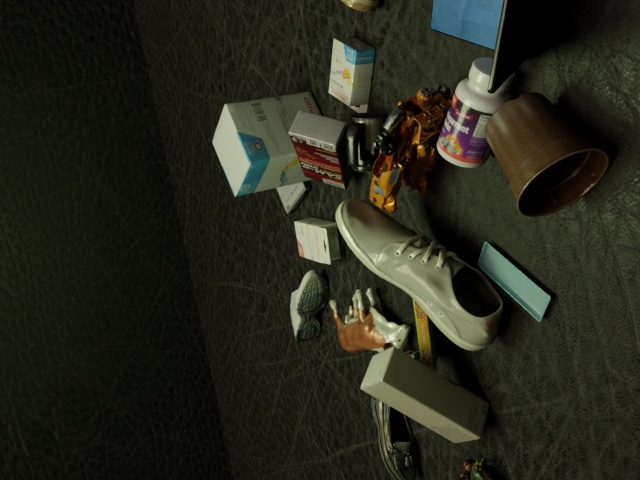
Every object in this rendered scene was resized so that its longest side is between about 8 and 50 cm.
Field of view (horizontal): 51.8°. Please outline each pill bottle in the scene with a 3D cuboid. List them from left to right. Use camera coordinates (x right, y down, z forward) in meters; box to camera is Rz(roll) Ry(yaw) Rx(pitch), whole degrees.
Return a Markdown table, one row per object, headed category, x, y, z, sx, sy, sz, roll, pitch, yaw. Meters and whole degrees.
| category | x | y | z | sx | sy | sz | roll | pitch | yaw |
| --- | --- | --- | --- | --- | --- | --- | --- | --- | --- |
| pill bottle | 0.302 | -0.246 | 1.272 | 0.108 | 0.108 | 0.193 | 53 | 145 | 36 |

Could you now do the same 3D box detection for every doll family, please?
| category | x | y | z | sx | sy | sz | roll | pitch | yaw |
| --- | --- | --- | --- | --- | --- | --- | --- | --- | --- |
| doll family | 0.371 | 0.579 | 1.571 | 0.111 | 0.076 | 0.193 | 46 | 143 | 36 |

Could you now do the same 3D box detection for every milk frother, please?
| category | x | y | z | sx | sy | sz | roll | pitch | yaw |
| --- | --- | --- | --- | --- | --- | --- | --- | --- | --- |
| milk frother | 0.140 | -0.235 | 1.612 | 0.143 | 0.129 | 0.134 | 4 | 113 | 16 |

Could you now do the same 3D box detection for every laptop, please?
| category | x | y | z | sx | sy | sz | roll | pitch | yaw |
| --- | --- | --- | --- | --- | --- | --- | --- | --- | --- |
| laptop | 0.260 | -0.499 | 1.112 | 0.236 | 0.408 | 0.381 | 15 | 122 | 21 |

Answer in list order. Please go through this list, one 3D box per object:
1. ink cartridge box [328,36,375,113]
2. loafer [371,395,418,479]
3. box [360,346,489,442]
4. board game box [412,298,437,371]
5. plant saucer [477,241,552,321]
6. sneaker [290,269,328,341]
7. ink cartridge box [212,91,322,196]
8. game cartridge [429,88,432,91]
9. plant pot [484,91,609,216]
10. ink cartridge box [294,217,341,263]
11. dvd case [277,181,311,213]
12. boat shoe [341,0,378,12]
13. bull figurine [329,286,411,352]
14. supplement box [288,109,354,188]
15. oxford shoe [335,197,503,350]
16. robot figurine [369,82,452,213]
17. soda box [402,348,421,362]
| category | x | y | z | sx | sy | sz | roll | pitch | yaw |
| --- | --- | --- | --- | --- | --- | --- | --- | --- | --- |
| ink cartridge box | 0.076 | -0.408 | 1.664 | 0.104 | 0.062 | 0.181 | 45 | 140 | 45 |
| loafer | 0.213 | 0.544 | 1.828 | 0.084 | 0.096 | 0.267 | -34 | 70 | 55 |
| box | 0.240 | 0.357 | 1.514 | 0.275 | 0.094 | 0.113 | 33 | 149 | -11 |
| board game box | 0.247 | 0.177 | 1.576 | 0.124 | 0.039 | 0.259 | -42 | -58 | -72 |
| plant saucer | 0.396 | 0.080 | 1.349 | 0.192 | 0.018 | 0.067 | 48 | 142 | 40 |
| sneaker | -0.055 | 0.200 | 2.151 | 0.129 | 0.111 | 0.297 | 59 | 148 | 40 |
| ink cartridge box | -0.136 | -0.277 | 1.894 | 0.198 | 0.270 | 0.197 | 67 | 152 | 17 |
| game cartridge | 0.236 | -0.292 | 1.474 | 0.083 | 0.017 | 0.056 | -42 | 62 | 59 |
| plant pot | 0.376 | -0.156 | 1.137 | 0.167 | 0.167 | 0.165 | 113 | 142 | -49 |
| ink cartridge box | 0.000 | 0.000 | 1.990 | 0.198 | 0.067 | 0.115 | 16 | 117 | 61 |
| dvd case | -0.112 | -0.228 | 2.131 | 0.238 | 0.030 | 0.179 | 67 | 151 | 15 |
| boat shoe | 0.038 | -0.680 | 1.562 | 0.342 | 0.123 | 0.123 | 54 | 137 | 29 |
| bull figurine | 0.128 | 0.232 | 1.829 | 0.310 | 0.101 | 0.188 | -29 | 73 | 59 |
| supplement box | 0.008 | -0.229 | 1.694 | 0.130 | 0.073 | 0.239 | 18 | 163 | 16 |
| oxford shoe | 0.222 | 0.047 | 1.438 | 0.449 | 0.169 | 0.130 | 43 | 139 | 15 |
| robot figurine | 0.198 | -0.198 | 1.407 | 0.085 | 0.211 | 0.291 | 45 | 148 | 23 |
| soda box | 0.225 | 0.324 | 1.740 | 0.169 | 0.053 | 0.060 | -26 | 79 | 62 |
